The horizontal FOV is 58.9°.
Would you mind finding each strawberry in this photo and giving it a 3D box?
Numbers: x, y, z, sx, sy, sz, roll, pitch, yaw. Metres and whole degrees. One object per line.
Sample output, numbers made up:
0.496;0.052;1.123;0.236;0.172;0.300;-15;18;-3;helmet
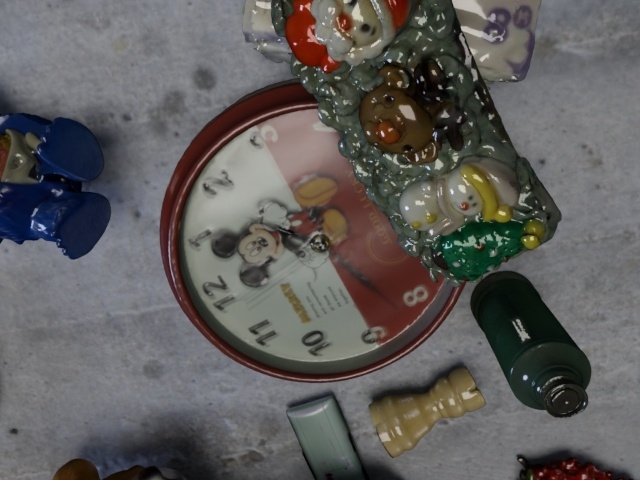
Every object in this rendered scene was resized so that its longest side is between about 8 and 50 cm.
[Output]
0.330;0.337;0.659;0.207;0.087;0.167;1;106;0;strawberry

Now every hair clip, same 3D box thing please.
0.076;-0.078;0.431;0.138;0.091;0.321;-26;115;22;hair clip

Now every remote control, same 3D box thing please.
0.014;0.263;0.678;0.065;0.029;0.166;-19;106;7;remote control

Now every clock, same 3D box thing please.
0.000;0.000;0.572;0.318;0.080;0.319;-1;112;-3;clock

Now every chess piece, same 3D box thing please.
0.121;0.189;0.637;0.122;0.066;0.066;-26;104;4;chess piece

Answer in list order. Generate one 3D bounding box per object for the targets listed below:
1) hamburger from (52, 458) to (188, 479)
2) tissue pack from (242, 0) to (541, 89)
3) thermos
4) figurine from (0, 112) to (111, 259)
-0.221;0.364;0.606;0.276;0.276;0.237;-24;96;9;hamburger
0.076;-0.308;0.450;0.242;0.125;0.344;8;110;-2;tissue pack
0.199;0.093;0.534;0.073;0.188;0.083;2;109;1;thermos
-0.321;-0.067;0.554;0.262;0.120;0.164;22;101;13;figurine
